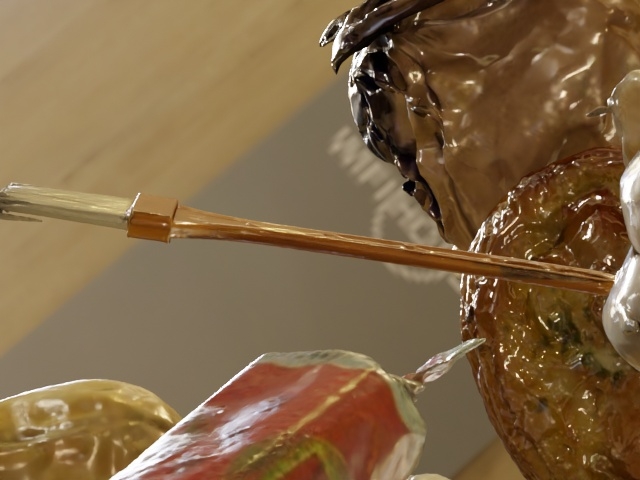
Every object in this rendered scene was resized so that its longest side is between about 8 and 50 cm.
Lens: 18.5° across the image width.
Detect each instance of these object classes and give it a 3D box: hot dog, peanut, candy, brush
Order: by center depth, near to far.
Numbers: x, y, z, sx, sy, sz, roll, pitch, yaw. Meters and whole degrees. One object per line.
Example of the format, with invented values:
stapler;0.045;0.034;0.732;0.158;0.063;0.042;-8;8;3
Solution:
candy;-0.033;0.098;0.724;0.086;0.292;0.059;-7;-71;41
brush;0.000;0.000;0.953;0.314;0.017;0.090;9;8;-3
peanut;-0.217;0.151;1.180;0.147;0.305;0.147;-177;-90;-79
hot dog;0.200;0.068;1.305;0.122;0.196;0.272;33;41;-59

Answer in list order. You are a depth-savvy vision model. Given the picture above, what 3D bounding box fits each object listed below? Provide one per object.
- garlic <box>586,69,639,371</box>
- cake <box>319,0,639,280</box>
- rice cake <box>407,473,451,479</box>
garlic;0.160;0.000;0.594;0.194;0.131;0.127;-145;-127;-76
cake;0.158;-0.119;1.563;0.321;0.332;0.332;26;-9;-5
rice cake;0.005;0.197;1.105;0.052;0.057;0.256;51;-38;6
